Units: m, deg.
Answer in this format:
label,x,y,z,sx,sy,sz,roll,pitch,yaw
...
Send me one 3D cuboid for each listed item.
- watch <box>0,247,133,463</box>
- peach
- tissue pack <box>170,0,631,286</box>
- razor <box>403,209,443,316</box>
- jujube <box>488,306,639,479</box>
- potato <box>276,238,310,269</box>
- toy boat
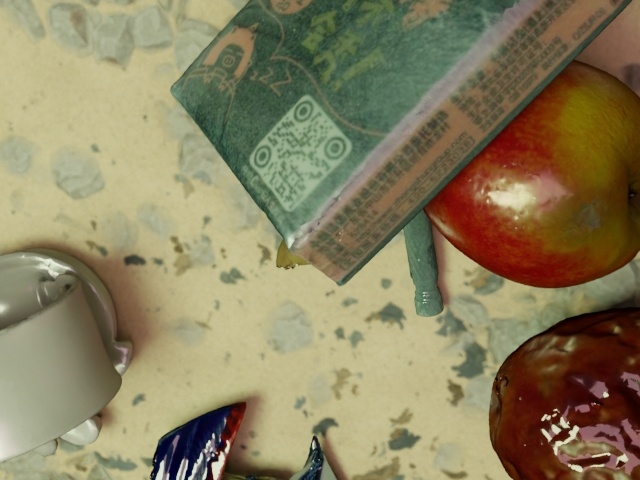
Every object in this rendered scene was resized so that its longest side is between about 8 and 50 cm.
label,x,y,z,sx,sy,sz,roll,pitch,yaw
watch,-0.293,0.134,1.241,0.244,0.231,0.196,-17,104,12
peach,0.171,-0.055,1.131,0.192,0.190,0.190,25,111,28
tissue pack,0.053,-0.151,1.073,0.315,0.103,0.228,-45,49,9
razor,0.076,-0.045,1.216,0.106,0.068,0.232,-4,111,13
jujube,0.284,0.148,1.160,0.290,0.197,0.197,3,107,-5
potato,-0.001,0.000,1.248,0.093,0.037,0.036,-11,99,14
toy boat,-0.032,0.287,1.333,0.318,0.072,0.219,33,107,-10
